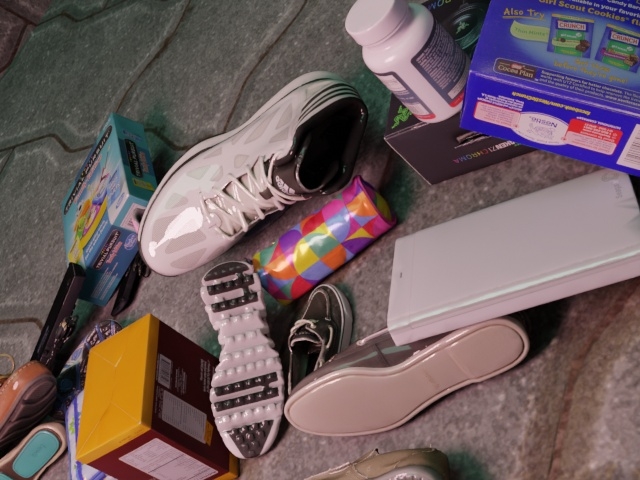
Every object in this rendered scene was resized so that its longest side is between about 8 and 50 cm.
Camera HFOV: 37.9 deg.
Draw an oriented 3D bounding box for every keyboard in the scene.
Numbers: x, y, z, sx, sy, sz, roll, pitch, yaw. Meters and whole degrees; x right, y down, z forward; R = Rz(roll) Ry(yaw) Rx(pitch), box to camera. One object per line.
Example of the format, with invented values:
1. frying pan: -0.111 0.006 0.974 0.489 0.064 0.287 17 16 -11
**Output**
1. keyboard: -0.502 0.203 1.735 0.317 0.033 0.201 -67 22 8
2. keyboard: -0.352 0.055 1.808 0.100 0.038 0.192 -42 30 51

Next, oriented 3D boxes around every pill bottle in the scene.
1. pill bottle: 0.119 -0.248 1.229 0.108 0.180 0.108 -27 43 28

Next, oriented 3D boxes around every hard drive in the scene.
1. hard drive: 0.234 0.014 1.127 0.307 0.040 0.203 -20 28 20

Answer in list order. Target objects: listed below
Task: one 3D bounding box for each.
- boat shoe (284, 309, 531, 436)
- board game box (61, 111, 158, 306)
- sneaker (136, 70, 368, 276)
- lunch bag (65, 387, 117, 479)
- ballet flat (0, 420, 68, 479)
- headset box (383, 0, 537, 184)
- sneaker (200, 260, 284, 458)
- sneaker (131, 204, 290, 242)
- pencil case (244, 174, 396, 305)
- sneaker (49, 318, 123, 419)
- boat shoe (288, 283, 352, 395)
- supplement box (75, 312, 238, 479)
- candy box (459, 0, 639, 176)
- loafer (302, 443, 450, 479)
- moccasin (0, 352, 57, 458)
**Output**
1. boat shoe: 0.109 0.154 1.178 0.335 0.112 0.095 -25 25 21
2. board game box: -0.432 -0.070 1.895 0.254 0.079 0.336 -55 33 21
3. sneaker: -0.110 -0.093 1.445 0.447 0.169 0.257 -42 17 2
4. lunch bag: -0.332 0.307 1.506 0.176 0.090 0.219 -42 36 15
5. ballet flat: -0.532 0.404 1.648 0.248 0.086 0.086 -41 37 9
6. headset box: 0.237 -0.240 1.361 0.246 0.131 0.283 -17 48 37
7. sneaker: -0.107 0.180 1.381 0.110 0.118 0.292 -8 65 2
8. sneaker: -0.191 -0.059 1.643 0.319 0.131 0.112 -27 42 21
9. pencil case: 0.000 0.000 1.426 0.236 0.104 0.104 -35 39 17
10. sneaker: -0.420 0.234 1.689 0.211 0.080 0.081 -53 9 0
11. boat shoe: -0.005 0.144 1.323 0.078 0.070 0.219 -26 42 29
12. supplement box: -0.230 0.249 1.358 0.129 0.194 0.191 -31 40 24
13. candy box: 0.340 -0.256 1.151 0.268 0.122 0.317 17 63 9
14. loafer: 0.057 0.306 1.117 0.251 0.094 0.087 -22 10 35
15. moccasin: -0.574 0.293 1.641 0.139 0.147 0.380 -30 -6 -39
